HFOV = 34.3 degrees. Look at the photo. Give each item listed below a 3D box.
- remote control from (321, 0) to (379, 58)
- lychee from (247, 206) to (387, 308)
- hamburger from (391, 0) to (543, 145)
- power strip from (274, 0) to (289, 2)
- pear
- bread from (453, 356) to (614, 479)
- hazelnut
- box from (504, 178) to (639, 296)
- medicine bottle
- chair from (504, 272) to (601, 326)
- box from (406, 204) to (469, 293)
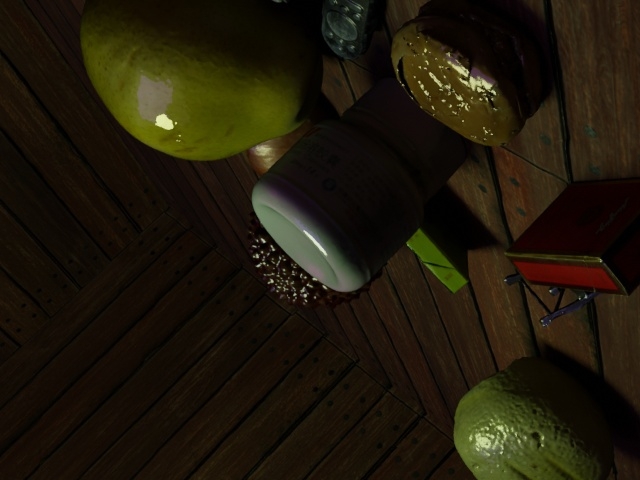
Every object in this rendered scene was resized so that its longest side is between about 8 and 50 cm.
[{"bbox_3d":[0.050,-0.356,1.487,0.090,0.066,0.266,29,161,8],"label":"remote control"},{"bbox_3d":[0.000,0.000,2.199,0.306,0.330,0.306,20,129,27],"label":"lychee"},{"bbox_3d":[0.191,-0.223,1.354,0.213,0.108,0.214,37,164,13],"label":"hamburger"},{"bbox_3d":[-0.065,-0.435,1.527,0.035,0.081,0.192,38,166,30],"label":"power strip"},{"bbox_3d":[-0.199,-0.311,1.742,0.418,0.362,0.362,13,159,11],"label":"pear"},{"bbox_3d":[0.430,0.399,2.085,0.320,0.320,0.237,53,-164,-31],"label":"bread"},{"bbox_3d":[-0.063,-0.205,2.041,0.214,0.176,0.214,12,162,4],"label":"hazelnut"},{"bbox_3d":[0.364,-0.008,1.361,0.074,0.153,0.240,52,166,-12],"label":"box"},{"bbox_3d":[0.066,-0.094,1.682,0.241,0.302,0.241,42,166,13],"label":"medicine bottle"},{"bbox_3d":[0.398,0.026,1.547,0.229,0.113,0.106,-33,105,38],"label":"chair"},{"bbox_3d":[0.151,-0.062,1.911,0.335,0.047,0.187,47,-164,-8],"label":"box"}]
